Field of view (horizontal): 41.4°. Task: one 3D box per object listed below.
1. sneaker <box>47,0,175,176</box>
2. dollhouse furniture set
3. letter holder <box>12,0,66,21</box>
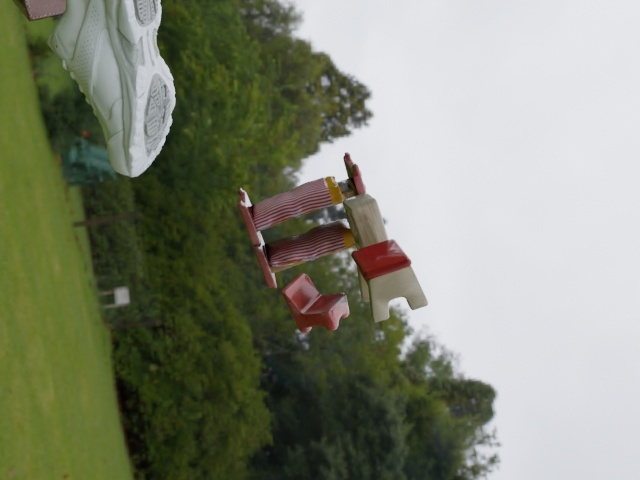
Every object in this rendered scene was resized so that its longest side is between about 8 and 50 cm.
[{"bbox_3d":[-0.219,-0.179,0.865,0.090,0.115,0.232,-51,144,-62],"label":"sneaker"},{"bbox_3d":[0.000,0.000,1.241,0.374,0.201,0.152,-116,-172,-73],"label":"dollhouse furniture set"},{"bbox_3d":[-0.278,-0.444,1.116,0.152,0.302,0.214,46,-34,43],"label":"letter holder"}]
